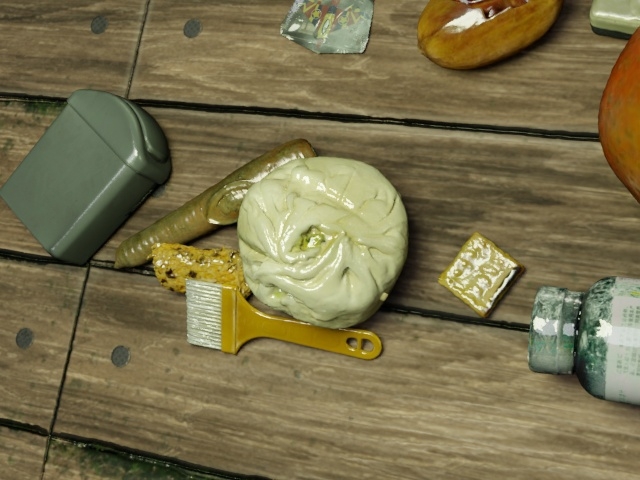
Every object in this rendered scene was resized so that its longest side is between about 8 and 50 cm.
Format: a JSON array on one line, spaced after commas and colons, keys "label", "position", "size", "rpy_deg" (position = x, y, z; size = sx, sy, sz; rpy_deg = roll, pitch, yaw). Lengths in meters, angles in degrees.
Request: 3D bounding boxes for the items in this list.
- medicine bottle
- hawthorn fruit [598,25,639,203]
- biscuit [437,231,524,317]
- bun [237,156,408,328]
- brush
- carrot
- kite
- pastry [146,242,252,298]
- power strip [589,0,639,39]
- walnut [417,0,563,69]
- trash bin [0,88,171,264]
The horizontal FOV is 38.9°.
[{"label": "medicine bottle", "position": [0.381, 0.115, 0.993], "size": [0.293, 0.141, 0.141], "rpy_deg": [6, 80, 19]}, {"label": "hawthorn fruit", "position": [0.431, -0.128, 0.942], "size": [0.277, 0.298, 0.277], "rpy_deg": [1, 92, 17]}, {"label": "biscuit", "position": [0.201, 0.043, 1.138], "size": [0.081, 0.018, 0.083], "rpy_deg": [38, 91, 23]}, {"label": "bun", "position": [0.000, 0.000, 1.132], "size": [0.229, 0.145, 0.229], "rpy_deg": [0, 89, 11]}, {"label": "brush", "position": [-0.051, 0.116, 1.190], "size": [0.272, 0.013, 0.103], "rpy_deg": [9, 115, 15]}, {"label": "carrot", "position": [-0.154, -0.040, 1.257], "size": [0.342, 0.070, 0.070], "rpy_deg": [-29, 70, 12]}, {"label": "kite", "position": [0.035, -0.381, 1.294], "size": [0.141, 0.015, 0.245], "rpy_deg": [19, 88, 21]}, {"label": "pastry", "position": [-0.162, 0.042, 1.232], "size": [0.140, 0.056, 0.080], "rpy_deg": [3, 122, 19]}, {"label": "power strip", "position": [0.456, -0.286, 1.099], "size": [0.257, 0.070, 0.105], "rpy_deg": [16, 83, 23]}, {"label": "walnut", "position": [0.220, -0.288, 1.161], "size": [0.207, 0.116, 0.116], "rpy_deg": [-18, 73, 14]}, {"label": "trash bin", "position": [-0.334, -0.102, 1.315], "size": [0.177, 0.101, 0.236], "rpy_deg": [44, 96, 21]}]
